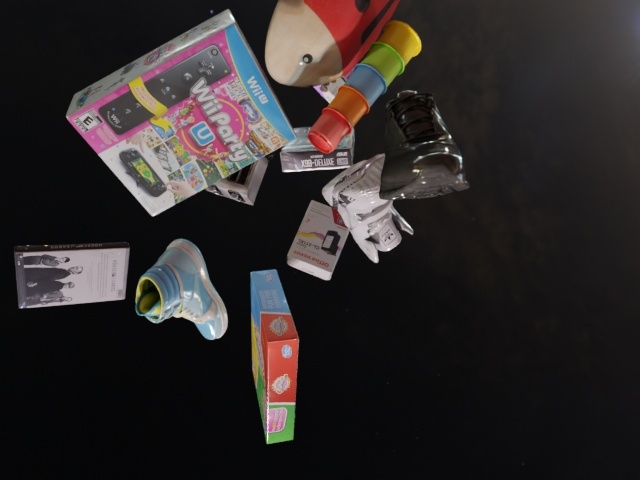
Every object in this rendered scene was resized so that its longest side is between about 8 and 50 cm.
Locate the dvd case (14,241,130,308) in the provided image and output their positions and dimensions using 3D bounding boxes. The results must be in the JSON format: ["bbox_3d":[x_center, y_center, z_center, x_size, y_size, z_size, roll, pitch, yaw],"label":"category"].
[{"bbox_3d":[-0.590,0.083,1.181,0.238,0.179,0.030,-3,-139,-30],"label":"dvd case"}]

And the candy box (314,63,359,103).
[{"bbox_3d":[0.057,-0.449,1.393,0.196,0.165,0.070,42,-104,-11],"label":"candy box"}]

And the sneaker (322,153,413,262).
[{"bbox_3d":[0.125,-0.065,1.080,0.137,0.366,0.210,-39,-80,-5],"label":"sneaker"}]

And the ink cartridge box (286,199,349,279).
[{"bbox_3d":[0.000,0.000,1.320,0.127,0.072,0.175,21,-110,3],"label":"ink cartridge box"}]

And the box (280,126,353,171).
[{"bbox_3d":[-0.001,-0.338,1.775,0.242,0.077,0.307,-2,-152,8],"label":"box"}]

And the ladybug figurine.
[{"bbox_3d":[0.056,-0.518,1.084,0.162,0.305,0.449,33,-99,12],"label":"ladybug figurine"}]

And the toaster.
[{"bbox_3d":[-0.261,-0.219,1.521,0.168,0.110,0.186,19,-96,8],"label":"toaster"}]

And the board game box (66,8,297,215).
[{"bbox_3d":[-0.228,-0.211,0.847,0.303,0.224,0.097,-28,-142,5],"label":"board game box"}]

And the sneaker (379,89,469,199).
[{"bbox_3d":[0.121,-0.129,0.644,0.109,0.130,0.286,-8,-163,4],"label":"sneaker"}]

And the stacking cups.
[{"bbox_3d":[0.094,-0.315,1.037,0.096,0.096,0.316,34,-103,0],"label":"stacking cups"}]

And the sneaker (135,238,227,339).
[{"bbox_3d":[-0.370,0.178,1.284,0.127,0.319,0.208,1,-147,31],"label":"sneaker"}]

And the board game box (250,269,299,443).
[{"bbox_3d":[-0.112,0.264,1.136,0.064,0.317,0.242,-5,-148,-14],"label":"board game box"}]
